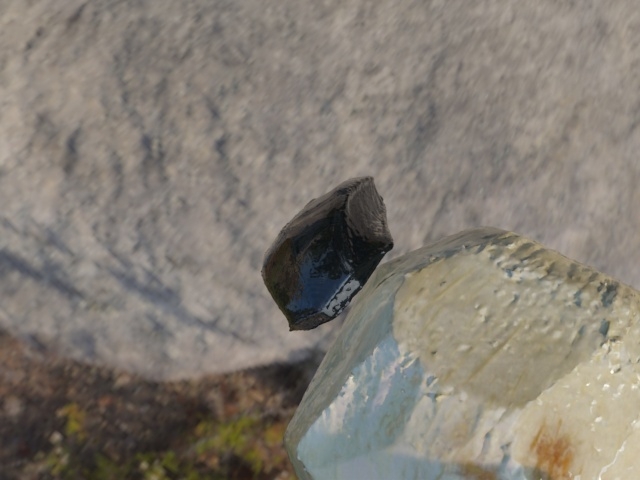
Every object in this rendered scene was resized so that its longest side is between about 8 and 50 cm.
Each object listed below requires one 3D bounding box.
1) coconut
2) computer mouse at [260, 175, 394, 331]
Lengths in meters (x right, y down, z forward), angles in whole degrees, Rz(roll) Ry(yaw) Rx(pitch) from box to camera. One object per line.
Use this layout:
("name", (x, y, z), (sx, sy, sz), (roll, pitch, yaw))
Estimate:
("coconut", (0.165, 0.206, 1.463), (0.415, 0.345, 0.415), (-10, 69, 27))
("computer mouse", (0.000, 0.000, 1.065), (0.057, 0.172, 0.099), (41, 113, -13))
